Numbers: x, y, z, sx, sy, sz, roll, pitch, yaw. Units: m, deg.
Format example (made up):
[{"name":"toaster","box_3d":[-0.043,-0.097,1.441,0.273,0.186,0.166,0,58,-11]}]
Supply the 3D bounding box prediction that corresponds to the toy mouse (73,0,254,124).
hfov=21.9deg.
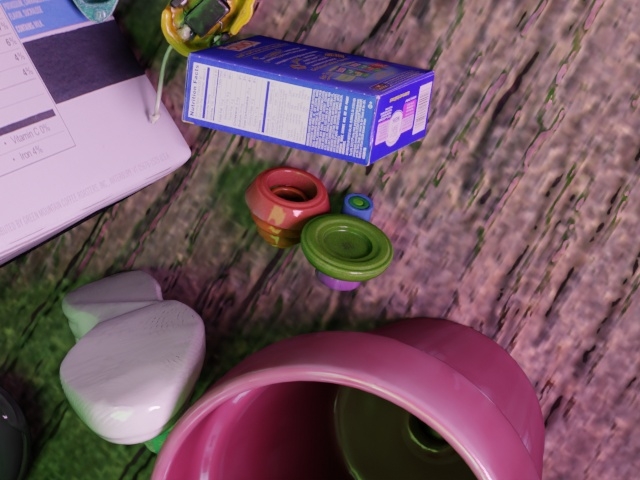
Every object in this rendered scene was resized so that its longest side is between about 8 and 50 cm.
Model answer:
[{"name":"toy mouse","box_3d":[-0.091,-0.170,0.903,0.143,0.031,0.161,41,103,-12]}]

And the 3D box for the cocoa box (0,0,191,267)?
[{"name":"cocoa box","box_3d":[-0.301,-0.049,0.932,0.347,0.231,0.228,-27,94,27]}]

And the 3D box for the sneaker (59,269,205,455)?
[{"name":"sneaker","box_3d":[-0.096,0.084,0.917,0.080,0.212,0.094,-17,105,-5]}]

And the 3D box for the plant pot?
[{"name":"plant pot","box_3d":[0.035,0.129,0.874,0.201,0.180,0.201,7,108,21]}]

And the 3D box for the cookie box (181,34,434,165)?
[{"name":"cookie box","box_3d":[-0.006,-0.077,0.877,0.107,0.092,0.040,15,108,19]}]

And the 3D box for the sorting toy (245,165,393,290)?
[{"name":"sorting toy","box_3d":[0.000,0.000,0.918,0.102,0.061,0.042,46,137,35]}]

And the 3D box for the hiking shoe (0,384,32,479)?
[{"name":"hiking shoe","box_3d":[-0.275,0.174,1.057,0.227,0.114,0.086,-41,89,28]}]
